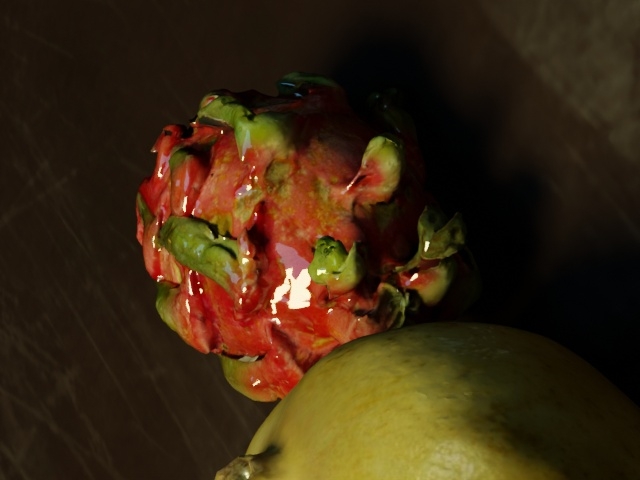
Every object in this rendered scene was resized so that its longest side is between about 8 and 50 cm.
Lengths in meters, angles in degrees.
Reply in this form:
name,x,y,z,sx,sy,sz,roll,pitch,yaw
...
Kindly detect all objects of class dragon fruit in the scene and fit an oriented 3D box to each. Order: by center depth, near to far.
name,x,y,z,sx,sy,sz,roll,pitch,yaw
dragon fruit,0.000,0.000,0.867,0.166,0.160,0.172,-48,52,2

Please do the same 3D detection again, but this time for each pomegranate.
name,x,y,z,sx,sy,sz,roll,pitch,yaw
pomegranate,0.062,0.145,0.741,0.233,0.233,0.233,5,96,51
